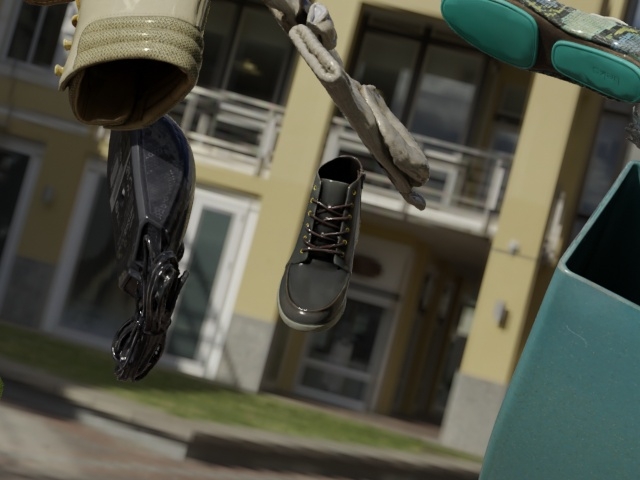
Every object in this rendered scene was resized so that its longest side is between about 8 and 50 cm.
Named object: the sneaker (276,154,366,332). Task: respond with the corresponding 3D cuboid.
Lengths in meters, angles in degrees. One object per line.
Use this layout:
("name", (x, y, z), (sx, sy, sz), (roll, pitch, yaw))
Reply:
("sneaker", (0.000, 0.000, 1.534), (0.083, 0.118, 0.222), (9, 40, 5))

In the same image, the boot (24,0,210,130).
("boot", (-0.177, -0.182, 1.046), (0.262, 0.203, 0.095), (-8, -30, 36))

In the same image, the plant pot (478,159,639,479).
("plant pot", (0.184, 0.112, 0.749), (0.166, 0.234, 0.165), (29, 32, 13))

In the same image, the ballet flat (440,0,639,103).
("ballet flat", (0.185, -0.162, 1.032), (0.188, 0.070, 0.070), (30, 1, 21))

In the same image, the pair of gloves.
("pair of gloves", (0.018, -0.144, 1.128), (0.204, 0.042, 0.240), (51, 6, -43))

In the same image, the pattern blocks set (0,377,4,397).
("pattern blocks set", (-0.335, 0.110, 1.050), (0.026, 0.325, 0.285), (8, -21, 18))

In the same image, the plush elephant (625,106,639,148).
("plush elephant", (0.511, -0.063, 1.447), (0.255, 0.272, 0.330), (2, -25, 35))

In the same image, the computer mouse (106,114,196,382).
("computer mouse", (-0.154, -0.015, 1.250), (0.072, 0.272, 0.188), (3, -35, -20))
